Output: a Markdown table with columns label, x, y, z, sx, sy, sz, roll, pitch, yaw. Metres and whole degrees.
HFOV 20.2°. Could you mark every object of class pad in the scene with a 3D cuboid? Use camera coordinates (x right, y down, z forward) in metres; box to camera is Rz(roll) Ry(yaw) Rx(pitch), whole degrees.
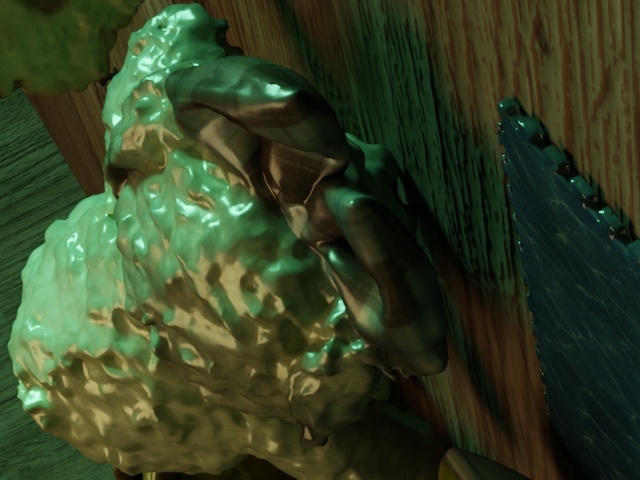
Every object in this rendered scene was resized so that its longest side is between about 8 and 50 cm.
| label | x | y | z | sx | sy | sz | roll | pitch | yaw |
| --- | --- | --- | --- | --- | --- | --- | --- | --- | --- |
| pad | 0.157 | 0.102 | 0.764 | 0.270 | 0.012 | 0.269 | 53 | 168 | 40 |

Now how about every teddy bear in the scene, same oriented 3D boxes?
| label | x | y | z | sx | sy | sz | roll | pitch | yaw |
| --- | --- | --- | --- | --- | --- | --- | --- | --- | --- |
| teddy bear | 0.000 | 0.000 | 1.043 | 0.362 | 0.375 | 0.327 | -34 | 81 | 38 |

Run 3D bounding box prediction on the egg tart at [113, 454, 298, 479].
| label | x | y | z | sx | sy | sz | roll | pitch | yaw |
| --- | --- | --- | --- | --- | --- | --- | --- | --- | --- |
| egg tart | -0.041 | 0.117 | 1.346 | 0.297 | 0.132 | 0.297 | 6 | -90 | -69 |

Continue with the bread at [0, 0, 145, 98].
| label | x | y | z | sx | sy | sz | roll | pitch | yaw |
| --- | --- | --- | --- | --- | --- | --- | --- | --- | --- |
| bread | -0.195 | -0.206 | 1.238 | 0.211 | 0.183 | 0.224 | 61 | 173 | -4 |

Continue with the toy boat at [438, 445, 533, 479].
| label | x | y | z | sx | sy | sz | roll | pitch | yaw |
| --- | --- | --- | --- | --- | --- | --- | --- | --- | --- |
| toy boat | 0.128 | 0.222 | 0.897 | 0.269 | 0.141 | 0.141 | 37 | 157 | 35 |
